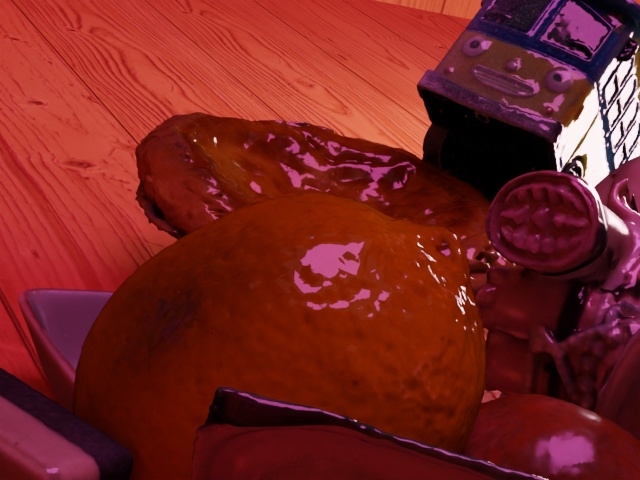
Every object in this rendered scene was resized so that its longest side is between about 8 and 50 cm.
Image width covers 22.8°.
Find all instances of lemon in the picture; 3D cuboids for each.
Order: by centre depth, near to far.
[{"bbox_3d":[-0.025,0.082,0.873,0.204,0.260,0.204,51,4,-6],"label":"lemon"}]

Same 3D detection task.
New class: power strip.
[{"bbox_3d":[-0.209,0.108,0.839,0.256,0.105,0.070,26,22,29],"label":"power strip"}]

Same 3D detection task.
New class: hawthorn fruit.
[{"bbox_3d":[0.116,0.162,0.925,0.149,0.149,0.189,7,-4,-27],"label":"hawthorn fruit"}]

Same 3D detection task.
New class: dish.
[{"bbox_3d":[-0.080,0.096,1.060,0.234,0.064,0.154,4,21,-30],"label":"dish"}]

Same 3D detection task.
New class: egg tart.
[{"bbox_3d":[-0.004,-0.001,1.323,0.341,0.129,0.341,16,18,-5],"label":"egg tart"}]

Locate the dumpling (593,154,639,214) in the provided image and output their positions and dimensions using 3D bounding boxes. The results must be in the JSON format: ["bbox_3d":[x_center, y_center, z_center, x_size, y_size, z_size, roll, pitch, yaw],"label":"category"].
[{"bbox_3d":[0.346,0.046,1.269,0.315,0.233,0.395,-7,21,20],"label":"dumpling"}]

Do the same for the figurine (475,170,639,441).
[{"bbox_3d":[0.262,0.094,0.998,0.211,0.253,0.361,-35,46,-21],"label":"figurine"}]

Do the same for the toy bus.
[{"bbox_3d":[0.210,-0.094,1.485,0.152,0.190,0.312,26,-19,27],"label":"toy bus"}]

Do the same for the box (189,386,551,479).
[{"bbox_3d":[0.089,0.199,0.693,0.336,0.264,0.106,15,59,0],"label":"box"}]
